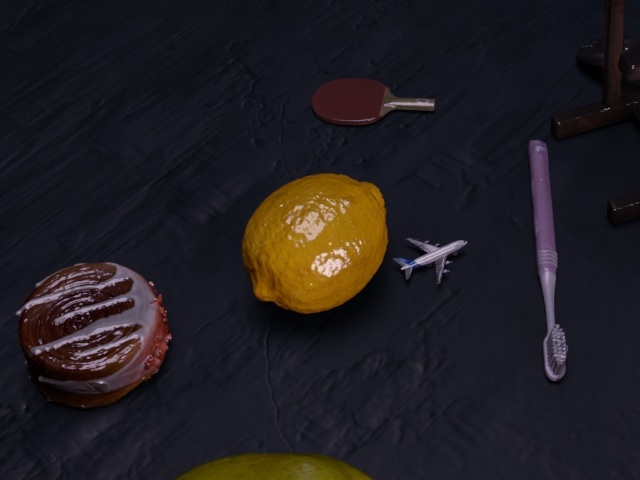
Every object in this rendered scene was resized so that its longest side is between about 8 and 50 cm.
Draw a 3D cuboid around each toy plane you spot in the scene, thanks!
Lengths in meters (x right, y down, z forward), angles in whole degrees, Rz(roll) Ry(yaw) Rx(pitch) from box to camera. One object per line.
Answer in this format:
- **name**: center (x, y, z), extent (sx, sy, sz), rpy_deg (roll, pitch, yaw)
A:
- **toy plane**: center (0.123, 0.018, 1.497), extent (0.084, 0.024, 0.078), rpy_deg (-16, 45, -18)

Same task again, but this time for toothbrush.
- **toothbrush**: center (0.248, 0.008, 1.488), extent (0.024, 0.029, 0.354), rpy_deg (8, 46, -4)

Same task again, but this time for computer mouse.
- **computer mouse**: center (0.379, -0.223, 1.688), extent (0.079, 0.047, 0.135), rpy_deg (-33, 49, -25)

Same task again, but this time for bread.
- **bread**: center (-0.238, 0.095, 1.427), extent (0.160, 0.073, 0.160), rpy_deg (-3, 45, 3)

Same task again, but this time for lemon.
- **lemon**: center (0.000, 0.000, 1.448), extent (0.187, 0.142, 0.142), rpy_deg (-38, 53, -25)

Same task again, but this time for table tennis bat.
- **table tennis bat**: center (0.066, -0.173, 1.698), extent (0.156, 0.013, 0.087), rpy_deg (3, 44, 11)

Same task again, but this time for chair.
- **chair**: center (0.489, -0.208, 1.526), extent (0.416, 0.240, 0.203), rpy_deg (-16, 44, -8)

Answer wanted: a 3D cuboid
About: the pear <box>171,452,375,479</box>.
- **pear**: center (-0.051, 0.307, 1.063), extent (0.294, 0.294, 0.294), rpy_deg (-3, 46, 3)
